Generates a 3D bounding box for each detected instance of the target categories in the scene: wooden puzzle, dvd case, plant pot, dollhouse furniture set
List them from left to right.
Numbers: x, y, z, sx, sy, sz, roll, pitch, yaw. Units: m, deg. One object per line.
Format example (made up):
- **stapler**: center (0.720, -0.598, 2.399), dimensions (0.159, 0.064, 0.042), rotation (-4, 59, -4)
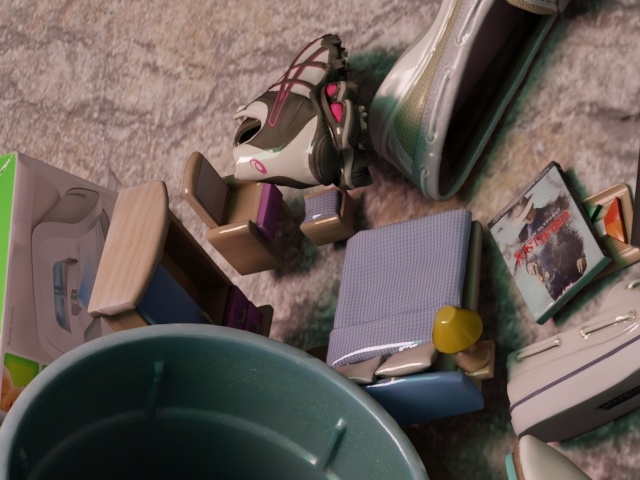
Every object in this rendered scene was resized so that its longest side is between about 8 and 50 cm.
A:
- **plant pot**: center (-0.111, 0.303, 1.551), dimensions (0.341, 0.341, 0.334), rotation (62, 148, 38)
- **dollhouse furniture set**: center (0.000, 0.000, 1.667), dimensions (0.303, 0.198, 0.286), rotation (-13, 46, 26)
- **dvd case**: center (0.193, 0.001, 1.641), dimensions (0.087, 0.013, 0.119), rotation (-46, 42, 26)
- **wooden puzzle**: center (0.234, -0.005, 1.621), dimensions (0.116, 0.014, 0.078), rotation (-34, 54, 28)

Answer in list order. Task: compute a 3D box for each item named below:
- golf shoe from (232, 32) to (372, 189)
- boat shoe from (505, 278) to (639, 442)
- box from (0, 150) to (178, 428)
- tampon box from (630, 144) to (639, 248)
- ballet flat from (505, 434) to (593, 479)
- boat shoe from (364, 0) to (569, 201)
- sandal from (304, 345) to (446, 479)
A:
- **golf shoe**: center (-0.024, -0.119, 1.756), dimensions (0.273, 0.120, 0.105), rotation (-100, 2, -72)
- **boat shoe**: center (0.255, 0.074, 1.521), dimensions (0.267, 0.096, 0.088), rotation (-34, 58, 38)
- **box**: center (-0.265, 0.079, 1.889), dimensions (0.127, 0.231, 0.261), rotation (-14, 65, 38)
- **tampon box**: center (0.320, -0.067, 1.476), dimensions (0.120, 0.101, 0.161), rotation (12, 102, 45)
- **ballet flat**: center (0.246, 0.321, 1.421), dimensions (0.139, 0.139, 0.400), rotation (-29, 60, 31)
- **boat shoe**: center (0.159, -0.185, 1.695), dimensions (0.103, 0.118, 0.320), rotation (47, 111, 36)
- **sandal**: center (0.040, 0.196, 1.694), dimensions (0.240, 0.088, 0.079), rotation (-122, 35, -46)
